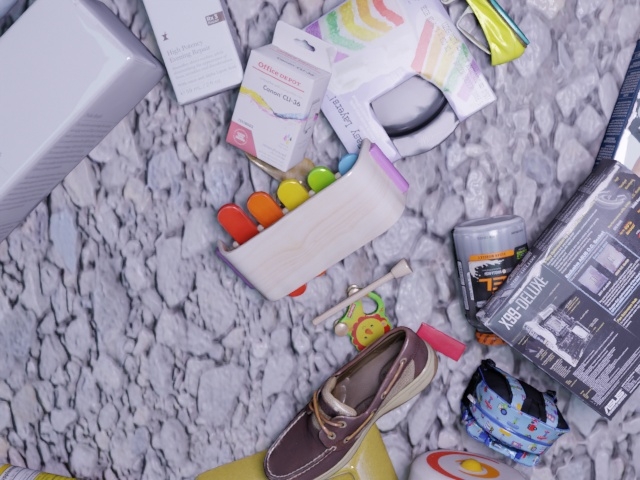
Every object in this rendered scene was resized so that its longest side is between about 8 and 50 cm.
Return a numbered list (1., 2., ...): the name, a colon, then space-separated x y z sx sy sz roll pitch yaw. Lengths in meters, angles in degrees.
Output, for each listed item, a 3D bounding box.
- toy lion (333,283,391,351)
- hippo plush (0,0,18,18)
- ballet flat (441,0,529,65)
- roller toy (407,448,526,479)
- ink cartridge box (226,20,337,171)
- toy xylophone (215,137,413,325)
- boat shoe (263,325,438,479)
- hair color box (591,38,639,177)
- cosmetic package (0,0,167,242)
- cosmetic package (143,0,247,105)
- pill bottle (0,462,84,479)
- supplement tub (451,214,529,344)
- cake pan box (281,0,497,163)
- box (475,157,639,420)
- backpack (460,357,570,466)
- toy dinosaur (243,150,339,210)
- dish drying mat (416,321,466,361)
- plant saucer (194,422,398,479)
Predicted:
1. toy lion: 0.076 0.133 1.474 0.096 0.034 0.100 20 97 -7
2. hippo plush: -0.501 -0.441 1.321 0.294 0.236 0.234 31 97 -1
3. ballet flat: 0.232 -0.371 1.384 0.077 0.077 0.231 -33 97 23
4. roller toy: 0.231 0.417 1.420 0.209 0.191 0.146 10 97 2
5. ink cartridge box: -0.060 -0.221 1.369 0.115 0.067 0.198 28 120 15
6. toy xylophone: 0.000 0.000 1.403 0.323 0.081 0.236 -26 119 13
7. boat shoe: 0.030 0.261 1.422 0.342 0.123 0.123 -39 52 3
8. hair color box: 0.526 -0.124 1.383 0.174 0.105 0.347 17 98 1
9. cosmetic package: -0.463 -0.162 1.360 0.453 0.230 0.161 -44 93 6
10. cosmetic package: -0.200 -0.339 1.399 0.117 0.085 0.231 -19 97 4
11. pill bottle: -0.475 0.472 1.460 0.334 0.188 0.187 11 98 1
12. supplement tub: 0.277 0.061 1.411 0.117 0.117 0.190 -11 97 4
13. cake pan box: 0.109 -0.260 1.404 0.246 0.070 0.266 -30 95 8
14. box: 0.420 0.072 1.316 0.242 0.076 0.307 37 96 -5
15. backpack: 0.305 0.281 1.409 0.158 0.173 0.116 27 97 -2
16. toy dinosaur: -0.048 -0.094 1.448 0.183 0.053 0.092 14 83 -2
17. dish drying mat: 0.198 0.168 1.483 0.083 0.008 0.032 28 98 -2
18. plant saucer: -0.010 0.503 1.499 0.333 0.081 0.332 -21 96 6
